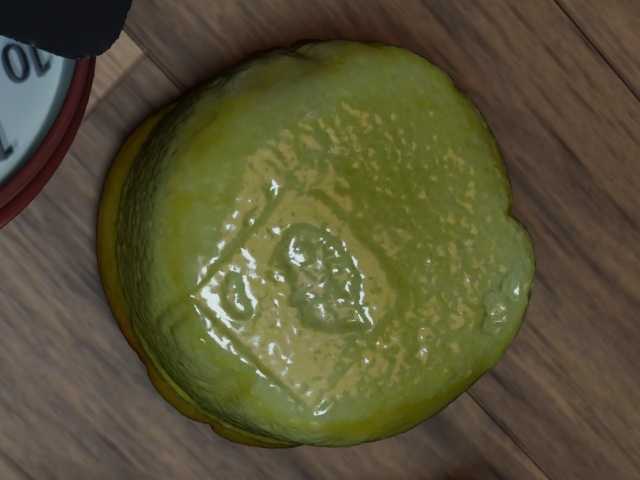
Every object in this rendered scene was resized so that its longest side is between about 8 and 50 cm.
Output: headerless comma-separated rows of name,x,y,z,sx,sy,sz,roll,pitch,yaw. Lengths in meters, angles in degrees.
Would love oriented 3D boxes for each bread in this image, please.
bread,0.000,0.000,1.106,0.270,0.148,0.270,1,87,-21

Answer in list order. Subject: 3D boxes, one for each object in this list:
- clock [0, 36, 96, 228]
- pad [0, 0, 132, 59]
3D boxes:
clock,-0.281,-0.135,1.018,0.318,0.080,0.318,3,83,-30
pad,-0.097,-0.205,1.051,0.323,0.055,0.250,25,72,-26
